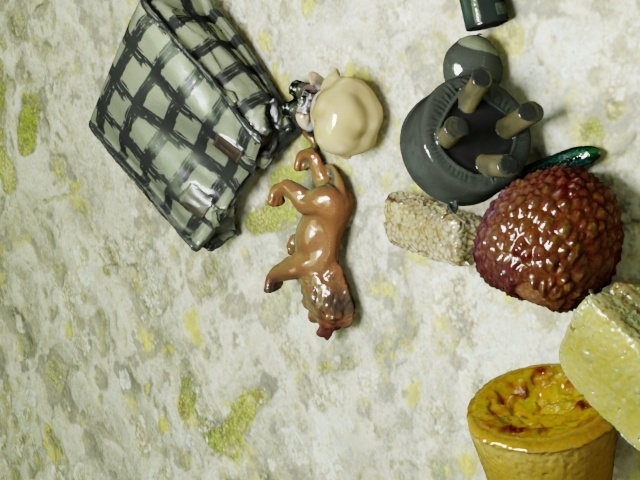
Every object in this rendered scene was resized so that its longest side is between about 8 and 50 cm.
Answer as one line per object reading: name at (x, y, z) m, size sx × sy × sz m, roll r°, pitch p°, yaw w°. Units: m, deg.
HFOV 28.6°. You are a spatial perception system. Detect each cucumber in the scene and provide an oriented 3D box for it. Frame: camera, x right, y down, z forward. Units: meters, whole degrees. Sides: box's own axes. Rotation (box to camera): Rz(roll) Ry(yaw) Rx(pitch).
cucumber at (0.300, -0.095, 1.578) m, size 0.133 × 0.032 × 0.032 m, roll -23°, pitch 83°, yaw 51°

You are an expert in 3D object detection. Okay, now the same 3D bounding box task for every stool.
stool at (0.185, -0.153, 1.582) m, size 0.139 × 0.153 × 0.228 m, roll 141°, pitch 117°, yaw -69°

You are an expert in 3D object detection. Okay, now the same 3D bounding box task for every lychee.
lychee at (0.279, -0.006, 1.524) m, size 0.188 × 0.188 × 0.188 m, roll 17°, pitch 113°, yaw 46°

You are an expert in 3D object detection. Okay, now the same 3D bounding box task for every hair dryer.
hair dryer at (0.254, -0.331, 1.560) m, size 0.197 × 0.057 × 0.100 m, roll -10°, pitch 93°, yaw 42°

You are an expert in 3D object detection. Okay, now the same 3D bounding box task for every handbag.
handbag at (-0.211, -0.197, 2.053) m, size 0.327 × 0.162 × 0.325 m, roll 53°, pitch 137°, yaw 18°

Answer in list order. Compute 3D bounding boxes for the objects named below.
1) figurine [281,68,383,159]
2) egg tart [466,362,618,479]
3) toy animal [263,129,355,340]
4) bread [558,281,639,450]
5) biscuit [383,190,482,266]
figurine at (0.009, -0.194, 1.842) m, size 0.196 × 0.108 × 0.114 m, roll 31°, pitch 98°, yaw 48°
egg tart at (0.291, 0.263, 1.582) m, size 0.202 × 0.202 × 0.147 m, roll 13°, pitch 123°, yaw 47°
toy animal at (0.000, 0.000, 1.926) m, size 0.157 × 0.097 × 0.312 m, roll 18°, pitch 112°, yaw 32°
bread at (0.384, 0.149, 1.476) m, size 0.196 × 0.102 × 0.138 m, roll 43°, pitch 135°, yaw 23°
biscuit at (0.156, -0.018, 1.740) m, size 0.168 × 0.070 × 0.082 m, roll 20°, pitch 111°, yaw 48°
